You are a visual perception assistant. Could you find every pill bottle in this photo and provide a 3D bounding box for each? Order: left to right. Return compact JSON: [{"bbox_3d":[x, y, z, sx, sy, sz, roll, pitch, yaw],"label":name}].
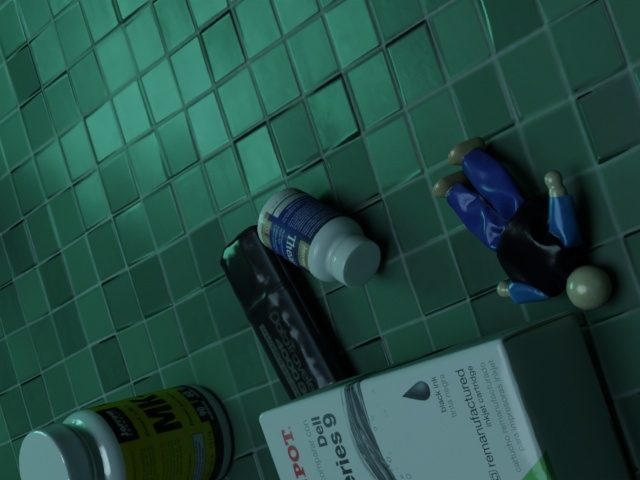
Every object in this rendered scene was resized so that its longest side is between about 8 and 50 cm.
[{"bbox_3d":[-0.210,0.231,1.671,0.119,0.208,0.119,12,107,46],"label":"pill bottle"},{"bbox_3d":[0.000,0.000,1.498,0.120,0.067,0.067,31,120,41],"label":"pill bottle"}]

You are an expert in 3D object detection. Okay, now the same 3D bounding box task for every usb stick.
[{"bbox_3d":[-0.020,0.110,1.561,0.077,0.045,0.278,-44,65,36],"label":"usb stick"}]

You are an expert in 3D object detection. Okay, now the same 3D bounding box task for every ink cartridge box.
[{"bbox_3d":[0.110,0.204,1.346,0.289,0.121,0.211,-22,86,41],"label":"ink cartridge box"}]

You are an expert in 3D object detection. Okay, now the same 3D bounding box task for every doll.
[{"bbox_3d":[0.175,-0.010,1.317,0.189,0.046,0.129,48,131,31],"label":"doll"}]
